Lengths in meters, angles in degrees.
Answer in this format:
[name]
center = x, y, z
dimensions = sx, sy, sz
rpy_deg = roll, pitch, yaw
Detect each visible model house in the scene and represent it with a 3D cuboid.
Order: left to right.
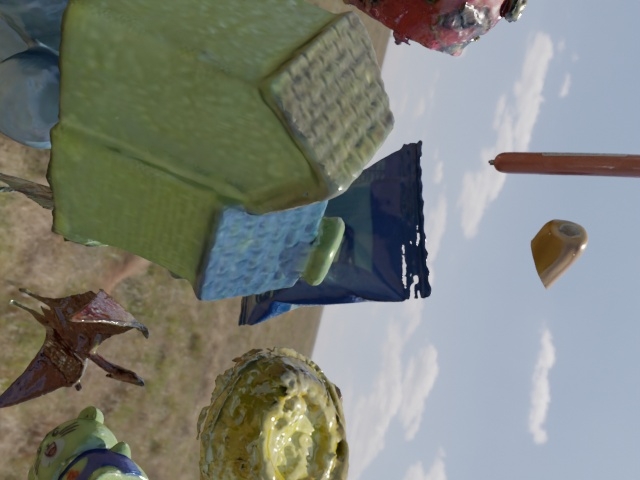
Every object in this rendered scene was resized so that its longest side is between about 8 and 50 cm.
[model house]
center = -0.056, -0.067, 0.541
dimensions = 0.195, 0.189, 0.214
rpy_deg = -51, 165, -50

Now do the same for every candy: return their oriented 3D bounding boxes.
[candy]
center = 0.000, 0.000, 0.919
dimensions = 0.331, 0.077, 0.187
rpy_deg = -17, -114, 48

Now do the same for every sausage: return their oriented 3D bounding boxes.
[sausage]
center = 0.317, -0.093, 0.944
dimensions = 0.029, 0.223, 0.029
rpy_deg = 4, 90, -68

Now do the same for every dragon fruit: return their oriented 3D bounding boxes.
[dragon fruit]
center = 0.149, -0.357, 1.111
dimensions = 0.211, 0.282, 0.147
rpy_deg = -54, 168, -47

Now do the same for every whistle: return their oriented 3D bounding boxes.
[whistle]
center = -0.229, 0.255, 0.786
dimensions = 0.105, 0.227, 0.085
rpy_deg = -49, 133, -11

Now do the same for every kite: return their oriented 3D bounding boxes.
[kite]
center = -0.511, -0.084, 1.289
dimensions = 0.250, 0.229, 0.012
rpy_deg = 0, 110, -57

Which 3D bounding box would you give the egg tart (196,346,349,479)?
[egg tart]
center = -0.046, 0.283, 1.057
dimensions = 0.095, 0.279, 0.278
rpy_deg = -11, -124, 43

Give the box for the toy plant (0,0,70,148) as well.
[toy plant]
center = -0.202, -0.165, 0.710
dimensions = 0.332, 0.247, 0.247
rpy_deg = 59, 40, -58

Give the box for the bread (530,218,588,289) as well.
[bread]
center = 0.294, 0.020, 0.986
dimensions = 0.103, 0.062, 0.049
rpy_deg = 118, -22, -45

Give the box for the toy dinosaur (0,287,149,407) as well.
[toy dinosaur]
center = -0.367, 0.159, 1.074
dimensions = 0.206, 0.327, 0.113
rpy_deg = 64, 36, -26
